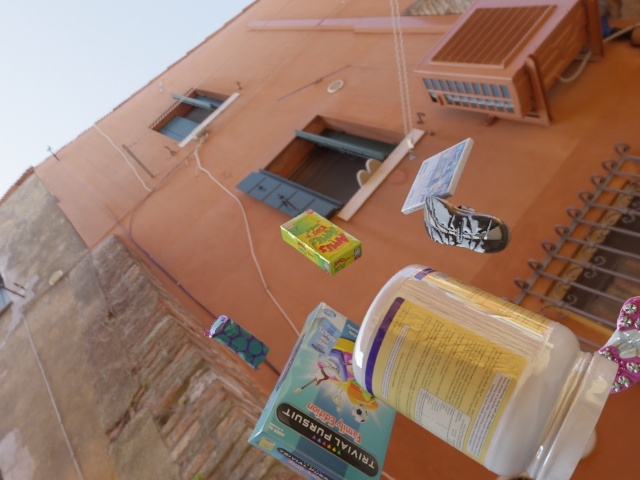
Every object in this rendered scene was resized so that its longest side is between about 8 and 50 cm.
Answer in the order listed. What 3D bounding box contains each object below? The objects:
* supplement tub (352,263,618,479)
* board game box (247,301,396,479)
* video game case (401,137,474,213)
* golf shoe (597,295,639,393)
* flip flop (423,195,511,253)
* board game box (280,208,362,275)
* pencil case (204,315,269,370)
[{"bbox_3d":[0.244,0.203,0.734,0.241,0.332,0.240,-34,-43,-39],"label":"supplement tub"},{"bbox_3d":[0.037,0.332,1.001,0.079,0.254,0.336,-52,7,43],"label":"board game box"},{"bbox_3d":[0.322,-0.175,1.290,0.023,0.183,0.201,38,-118,-18],"label":"video game case"},{"bbox_3d":[0.823,0.272,1.228,0.140,0.115,0.306,-13,-53,-37],"label":"golf shoe"},{"bbox_3d":[0.347,-0.040,1.120,0.080,0.277,0.112,-9,-72,-29],"label":"flip flop"},{"bbox_3d":[0.000,0.000,1.071,0.092,0.181,0.043,-31,-45,-26],"label":"board game box"},{"bbox_3d":[-0.194,0.241,1.111,0.070,0.064,0.152,-34,-62,22],"label":"pencil case"}]
